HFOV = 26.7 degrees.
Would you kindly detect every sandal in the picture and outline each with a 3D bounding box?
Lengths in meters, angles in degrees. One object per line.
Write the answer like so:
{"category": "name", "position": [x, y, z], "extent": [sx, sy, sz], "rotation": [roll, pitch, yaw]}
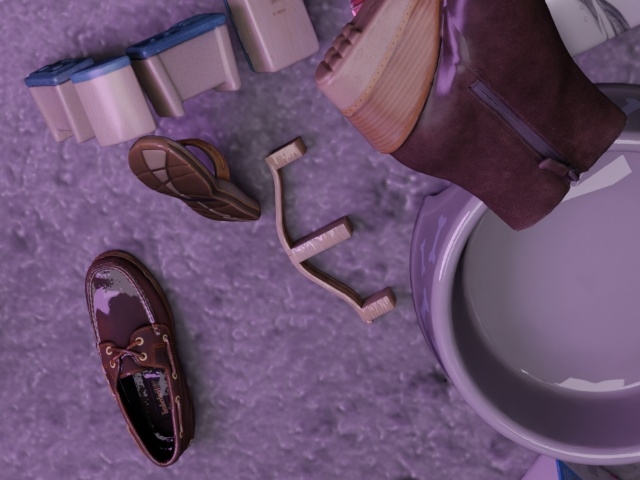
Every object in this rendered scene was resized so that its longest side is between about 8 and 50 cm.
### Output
{"category": "sandal", "position": [-0.106, -0.060, 1.169], "extent": [0.072, 0.180, 0.049], "rotation": [3, 75, 27]}

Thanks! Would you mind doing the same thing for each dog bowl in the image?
{"category": "dog bowl", "position": [0.250, 0.041, 1.190], "extent": [0.348, 0.102, 0.349], "rotation": [1, 109, 4]}

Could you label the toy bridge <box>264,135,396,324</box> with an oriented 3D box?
{"category": "toy bridge", "position": [0.000, 0.000, 1.236], "extent": [0.063, 0.026, 0.188], "rotation": [-27, 105, 15]}

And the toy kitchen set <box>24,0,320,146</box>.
{"category": "toy kitchen set", "position": [-0.141, -0.179, 1.170], "extent": [0.207, 0.166, 0.122], "rotation": [-29, 108, -25]}

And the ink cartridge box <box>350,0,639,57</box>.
{"category": "ink cartridge box", "position": [0.174, -0.216, 1.051], "extent": [0.283, 0.207, 0.117], "rotation": [-25, 106, 13]}

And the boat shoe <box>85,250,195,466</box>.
{"category": "boat shoe", "position": [-0.168, 0.112, 1.265], "extent": [0.073, 0.073, 0.207], "rotation": [-18, 105, 12]}

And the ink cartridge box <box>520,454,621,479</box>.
{"category": "ink cartridge box", "position": [0.256, 0.274, 1.272], "extent": [0.143, 0.092, 0.090], "rotation": [33, 109, -6]}

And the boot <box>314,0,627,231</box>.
{"category": "boot", "position": [0.139, -0.144, 0.941], "extent": [0.206, 0.090, 0.248], "rotation": [30, 110, -24]}
